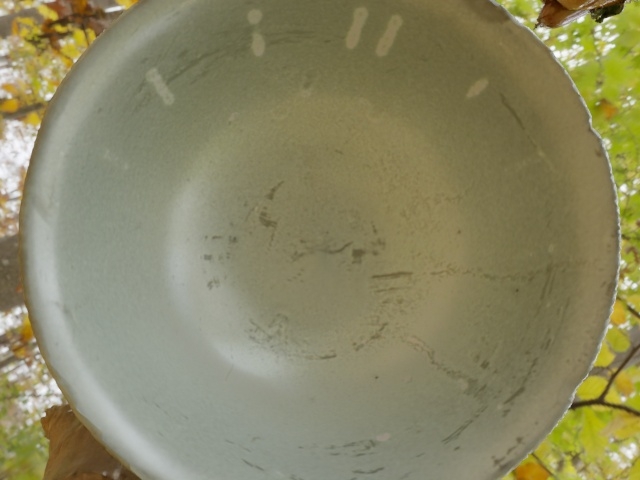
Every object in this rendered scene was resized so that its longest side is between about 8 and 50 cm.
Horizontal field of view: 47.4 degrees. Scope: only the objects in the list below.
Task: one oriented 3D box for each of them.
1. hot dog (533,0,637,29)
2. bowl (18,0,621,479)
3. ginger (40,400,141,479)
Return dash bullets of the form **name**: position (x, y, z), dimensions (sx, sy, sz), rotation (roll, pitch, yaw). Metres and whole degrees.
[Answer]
- **hot dog**: position (0.335, -0.287, 0.752), dimensions (0.109, 0.270, 0.072), rotation (-123, -171, -64)
- **bowl**: position (0.000, 0.000, 0.610), dimensions (0.434, 0.435, 0.196), rotation (58, -9, 4)
- **ginger**: position (-0.147, 0.245, 0.611), dimensions (0.236, 0.375, 0.166), rotation (28, -57, -13)
